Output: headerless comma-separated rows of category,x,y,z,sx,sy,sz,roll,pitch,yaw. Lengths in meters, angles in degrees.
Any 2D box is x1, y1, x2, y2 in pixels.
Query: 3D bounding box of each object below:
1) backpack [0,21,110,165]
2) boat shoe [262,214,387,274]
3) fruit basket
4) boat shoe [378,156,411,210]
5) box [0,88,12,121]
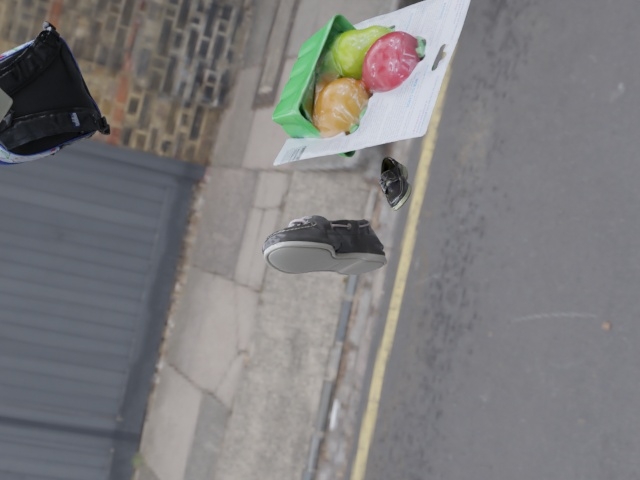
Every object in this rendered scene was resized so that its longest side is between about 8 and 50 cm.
backpack,-0.643,-0.292,2.139,0.213,0.263,0.276,-21,100,45
boat shoe,0.000,0.000,1.753,0.112,0.335,0.095,-27,70,29
fruit basket,0.096,-0.278,1.741,0.353,0.165,0.327,-4,55,40
boat shoe,0.127,-0.103,1.766,0.056,0.049,0.152,-46,18,19
box,-0.542,-0.141,1.353,0.148,0.121,0.311,-39,23,12
